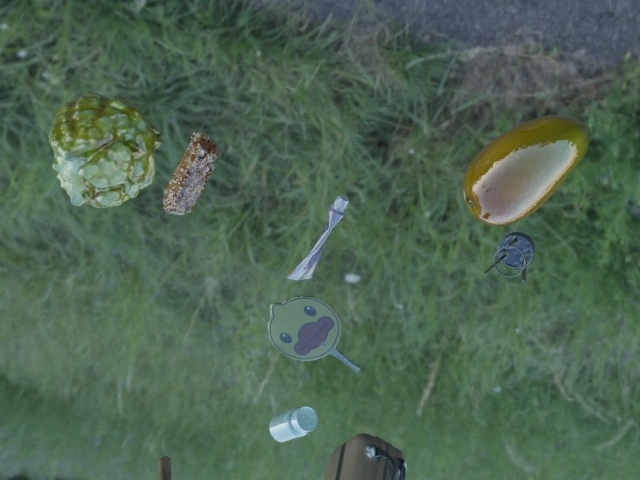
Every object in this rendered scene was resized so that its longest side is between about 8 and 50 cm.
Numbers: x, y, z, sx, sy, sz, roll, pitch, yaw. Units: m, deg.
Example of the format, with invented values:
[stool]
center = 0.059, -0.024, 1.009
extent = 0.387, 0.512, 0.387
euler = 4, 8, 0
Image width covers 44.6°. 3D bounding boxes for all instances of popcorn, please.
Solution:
[popcorn]
center = -0.540, -0.224, 1.936
extent = 0.279, 0.274, 0.335
euler = 53, 176, -37

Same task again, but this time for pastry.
[pastry]
center = -0.230, -0.120, 1.416
extent = 0.063, 0.087, 0.169
euler = 14, 124, -33

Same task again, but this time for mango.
[mango]
center = 0.367, -0.133, 1.430
extent = 0.176, 0.139, 0.254
euler = -1, 140, -47

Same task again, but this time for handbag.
[handbag]
center = 0.110, 0.606, 1.860
extent = 0.149, 0.301, 0.283
euler = 32, 131, -13

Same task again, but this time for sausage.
[sausage]
center = -0.284, 0.446, 1.427
extent = 0.026, 0.116, 0.026
euler = -6, 124, -9

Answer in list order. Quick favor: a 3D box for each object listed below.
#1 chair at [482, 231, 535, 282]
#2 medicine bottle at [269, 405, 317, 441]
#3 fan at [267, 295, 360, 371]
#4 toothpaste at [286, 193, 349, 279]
[chair]
center = 0.482, 0.044, 1.989
extent = 0.095, 0.221, 0.104
euler = -19, 94, 28
[medicine bottle]
center = -0.043, 0.294, 1.255
extent = 0.047, 0.047, 0.083
euler = 34, 142, -20
[fan]
center = -0.014, 0.288, 2.327
extent = 0.335, 0.011, 0.229
euler = 37, 115, -7
[toothpaste]
center = 0.000, 0.000, 2.016
extent = 0.048, 0.075, 0.301
euler = 39, 127, 14
